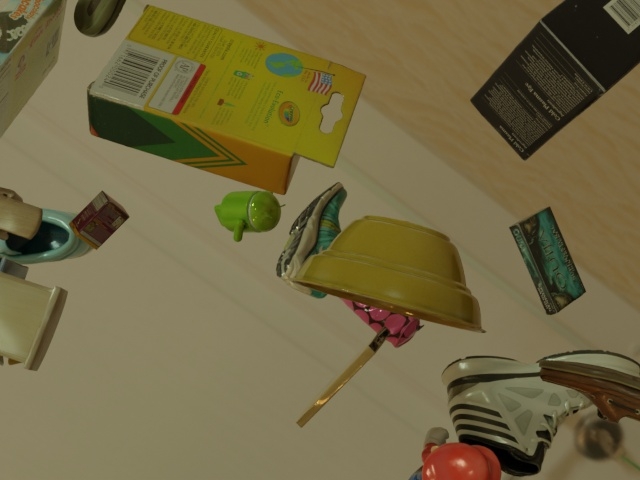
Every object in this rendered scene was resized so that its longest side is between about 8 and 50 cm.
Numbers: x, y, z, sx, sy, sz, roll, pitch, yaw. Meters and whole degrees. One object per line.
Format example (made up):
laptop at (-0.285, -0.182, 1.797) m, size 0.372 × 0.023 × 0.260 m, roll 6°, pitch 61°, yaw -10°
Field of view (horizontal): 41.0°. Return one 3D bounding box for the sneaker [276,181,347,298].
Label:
sneaker at (0.000, 0.000, 1.607) m, size 0.107 × 0.110 × 0.275 m, roll -41°, pitch 19°, yaw 44°

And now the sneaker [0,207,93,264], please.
sneaker at (-0.634, -0.013, 1.681) m, size 0.150 × 0.365 × 0.135 m, roll 124°, pitch 140°, yaw -88°

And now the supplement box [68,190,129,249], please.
supplement box at (-0.379, -0.035, 1.466) m, size 0.083 × 0.055 × 0.043 m, roll -44°, pitch 45°, yaw 0°

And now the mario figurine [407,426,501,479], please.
mario figurine at (0.275, 0.463, 1.649) m, size 0.170 × 0.198 × 0.320 m, roll -55°, pitch -8°, yaw -25°

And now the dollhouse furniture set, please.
dollhouse furniture set at (-0.511, 0.092, 1.492) m, size 0.303 × 0.198 × 0.287 m, roll 99°, pitch -170°, yaw -79°

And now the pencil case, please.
pencil case at (0.139, 0.156, 2.007) m, size 0.095 × 0.209 × 0.098 m, roll -6°, pitch -52°, yaw -54°

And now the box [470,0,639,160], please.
box at (0.517, -0.370, 1.685) m, size 0.343 × 0.179 × 0.312 m, roll -39°, pitch -6°, yaw -23°

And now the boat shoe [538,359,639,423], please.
boat shoe at (0.564, 0.302, 1.637) m, size 0.110 × 0.307 × 0.105 m, roll 5°, pitch -85°, yaw -61°

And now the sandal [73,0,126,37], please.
sandal at (-0.334, -0.456, 1.368) m, size 0.303 × 0.086 × 0.120 m, roll -52°, pitch 47°, yaw 28°

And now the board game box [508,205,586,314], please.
board game box at (0.442, 0.038, 1.656) m, size 0.126 × 0.186 × 0.026 m, roll -24°, pitch 0°, yaw -44°

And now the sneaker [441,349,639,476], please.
sneaker at (0.495, 0.386, 1.835) m, size 0.169 × 0.447 × 0.258 m, roll 88°, pitch 179°, yaw -51°

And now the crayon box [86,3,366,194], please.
crayon box at (-0.117, -0.181, 1.126) m, size 0.081 × 0.318 × 0.202 m, roll 105°, pitch -176°, yaw -49°

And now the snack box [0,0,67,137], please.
snack box at (-0.503, -0.276, 1.372) m, size 0.187 × 0.060 × 0.322 m, roll 121°, pitch 170°, yaw -47°

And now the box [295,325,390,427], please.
box at (0.044, 0.249, 1.581) m, size 0.201 × 0.021 × 0.164 m, roll -47°, pitch -5°, yaw 15°

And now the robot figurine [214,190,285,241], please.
robot figurine at (-0.112, -0.046, 1.358) m, size 0.115 × 0.067 × 0.101 m, roll 0°, pitch 33°, yaw 34°

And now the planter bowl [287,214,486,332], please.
planter bowl at (0.080, 0.028, 0.910) m, size 0.217 × 0.217 × 0.090 m, roll 173°, pitch 113°, yaw -78°
